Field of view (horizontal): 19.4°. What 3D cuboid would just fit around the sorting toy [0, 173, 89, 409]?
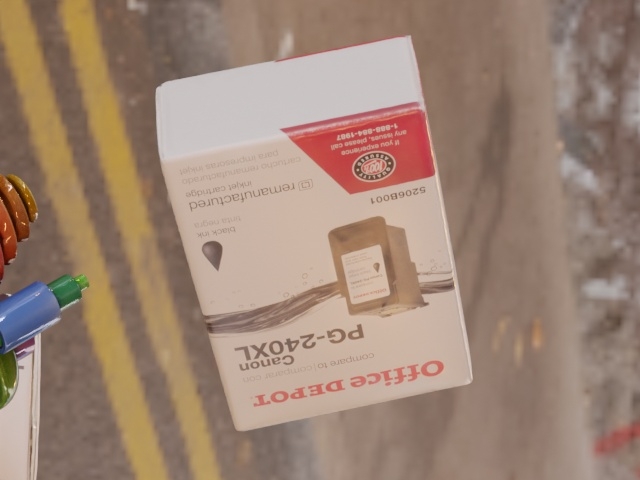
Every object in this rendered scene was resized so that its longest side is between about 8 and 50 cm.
[{"bbox_3d":[-0.116,0.015,0.688,0.042,0.061,0.102,-30,135,-31],"label":"sorting toy"}]

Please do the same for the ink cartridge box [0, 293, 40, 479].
[{"bbox_3d":[-0.248,0.087,0.842,0.172,0.237,0.100,7,73,-29],"label":"ink cartridge box"}]

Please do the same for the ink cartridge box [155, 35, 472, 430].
[{"bbox_3d":[0.000,0.000,0.793,0.063,0.109,0.150,-99,177,-54],"label":"ink cartridge box"}]
